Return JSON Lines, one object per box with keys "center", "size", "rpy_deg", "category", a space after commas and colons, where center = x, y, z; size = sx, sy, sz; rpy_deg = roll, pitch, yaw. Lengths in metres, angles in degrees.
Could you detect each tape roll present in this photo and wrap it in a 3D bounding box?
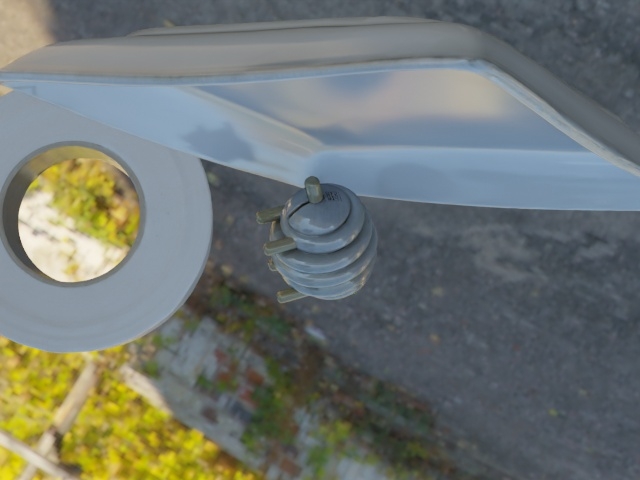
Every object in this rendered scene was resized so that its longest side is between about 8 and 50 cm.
{"center": [-0.253, -0.025, 1.274], "size": [0.286, 0.286, 0.100], "rpy_deg": [30, 175, -1], "category": "tape roll"}

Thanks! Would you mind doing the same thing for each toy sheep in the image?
{"center": [0.000, 0.000, 0.929], "size": [0.091, 0.091, 0.132], "rpy_deg": [21, 151, 21], "category": "toy sheep"}

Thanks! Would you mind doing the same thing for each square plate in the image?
{"center": [0.034, -0.076, 0.779], "size": [0.347, 0.049, 0.344], "rpy_deg": [5, 173, 37], "category": "square plate"}
